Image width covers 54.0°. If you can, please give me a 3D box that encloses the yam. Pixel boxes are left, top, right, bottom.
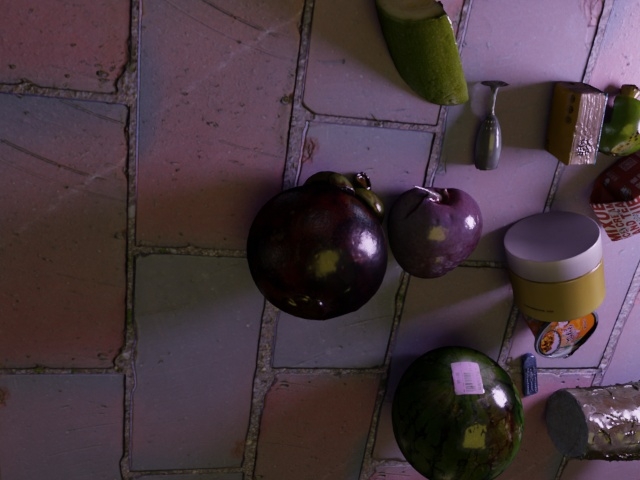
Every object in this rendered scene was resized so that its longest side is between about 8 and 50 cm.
[{"bbox_3d":[0.846,0.510,1.791,0.347,0.241,0.241,-2,116,-8],"label":"yam"}]

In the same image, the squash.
[{"bbox_3d":[0.200,-0.407,1.318,0.111,0.203,0.289,-34,153,5],"label":"squash"}]

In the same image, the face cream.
[{"bbox_3d":[0.565,0.062,1.516,0.218,0.218,0.180,-20,119,-2],"label":"face cream"}]

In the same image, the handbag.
[{"bbox_3d":[0.807,-0.125,1.520,0.298,0.151,0.171,-42,122,13],"label":"handbag"}]

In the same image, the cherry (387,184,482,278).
[{"bbox_3d":[0.258,-0.026,1.430,0.213,0.184,0.266,4,130,-5],"label":"cherry"}]

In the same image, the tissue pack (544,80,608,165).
[{"bbox_3d":[0.570,-0.264,1.416,0.082,0.120,0.169,-5,118,-6],"label":"tissue pack"}]

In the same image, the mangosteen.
[{"bbox_3d":[0.000,0.000,1.360,0.305,0.360,0.306,9,143,7],"label":"mangosteen"}]

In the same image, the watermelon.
[{"bbox_3d":[0.343,0.444,1.591,0.362,0.363,0.364,-5,116,-10],"label":"watermelon"}]

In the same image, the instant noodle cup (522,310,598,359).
[{"bbox_3d":[0.609,0.200,1.634,0.177,0.126,0.208,-11,130,-11],"label":"instant noodle cup"}]

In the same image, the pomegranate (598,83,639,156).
[{"bbox_3d":[0.701,-0.267,1.438,0.169,0.122,0.143,-50,143,2],"label":"pomegranate"}]

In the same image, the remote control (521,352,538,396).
[{"bbox_3d":[0.595,0.380,1.785,0.043,0.027,0.153,-19,120,-10],"label":"remote control"}]

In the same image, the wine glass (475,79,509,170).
[{"bbox_3d":[0.382,-0.255,1.412,0.066,0.066,0.198,-6,116,-10],"label":"wine glass"}]
